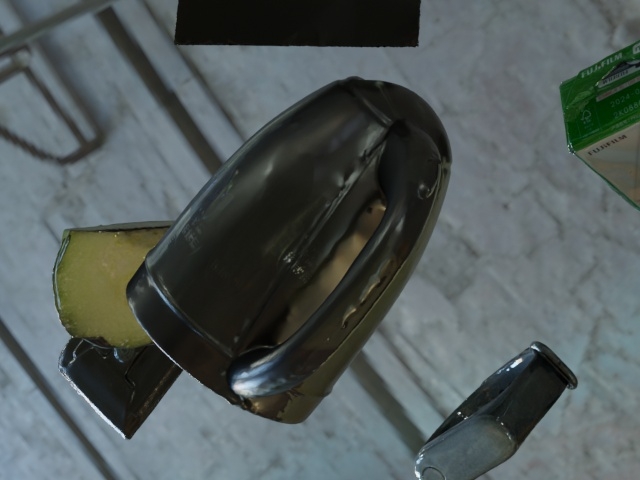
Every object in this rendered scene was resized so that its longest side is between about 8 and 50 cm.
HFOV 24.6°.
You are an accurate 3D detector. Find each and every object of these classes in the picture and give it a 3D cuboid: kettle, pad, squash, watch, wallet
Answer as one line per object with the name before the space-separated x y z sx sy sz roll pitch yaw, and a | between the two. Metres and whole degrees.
kettle | 0.000 0.000 1.388 0.228 0.321 0.324 34 102 -18
pad | -0.012 -0.371 1.471 0.248 0.007 0.367 3 82 11
squash | -0.209 0.030 1.621 0.085 0.192 0.184 -113 29 -44
watch | 0.195 0.190 1.622 0.068 0.193 0.206 46 130 1
wallet | -0.232 0.117 1.896 0.168 0.052 0.245 45 109 28

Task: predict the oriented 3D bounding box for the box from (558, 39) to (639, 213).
box | 0.391 -0.118 1.607 0.180 0.103 0.250 -27 139 30
